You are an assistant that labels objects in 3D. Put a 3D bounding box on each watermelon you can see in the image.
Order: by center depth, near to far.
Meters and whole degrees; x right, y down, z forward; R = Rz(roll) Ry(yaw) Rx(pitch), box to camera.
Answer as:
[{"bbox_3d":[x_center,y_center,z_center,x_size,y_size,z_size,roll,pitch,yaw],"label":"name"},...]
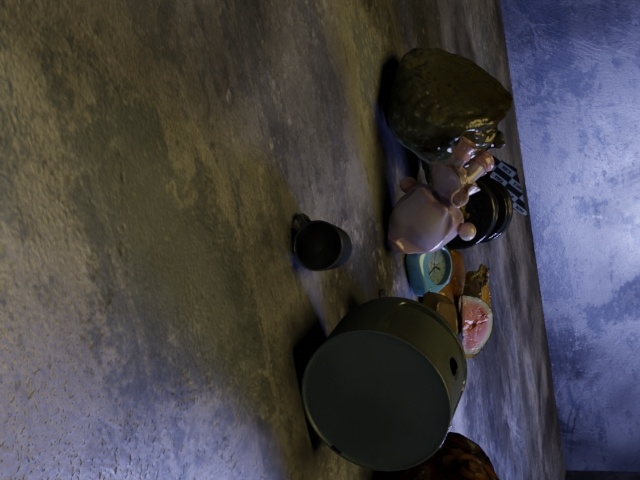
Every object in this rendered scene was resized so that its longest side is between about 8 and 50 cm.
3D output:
[{"bbox_3d":[0.373,0.196,1.967,0.069,0.087,0.163,-139,-136,-65],"label":"watermelon"}]

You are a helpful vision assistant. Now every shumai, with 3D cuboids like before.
[{"bbox_3d":[0.258,-0.240,1.794,0.330,0.292,0.288,-50,170,-48],"label":"shumai"}]

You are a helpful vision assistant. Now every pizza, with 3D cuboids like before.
[{"bbox_3d":[0.408,0.187,2.156,0.323,0.090,0.223,-39,127,-66],"label":"pizza"}]

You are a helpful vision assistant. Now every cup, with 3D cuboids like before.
[{"bbox_3d":[0.000,0.000,1.234,0.100,0.078,0.077,56,13,12],"label":"cup"}]

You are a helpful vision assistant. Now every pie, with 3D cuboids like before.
[{"bbox_3d":[0.308,0.140,1.949,0.273,0.069,0.273,0,90,-65],"label":"pie"}]

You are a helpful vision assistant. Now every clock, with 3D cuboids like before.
[{"bbox_3d":[0.258,0.056,1.807,0.147,0.045,0.108,-29,111,-40],"label":"clock"}]

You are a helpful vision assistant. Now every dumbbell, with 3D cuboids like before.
[{"bbox_3d":[0.372,-0.076,2.000,0.388,0.185,0.185,-6,91,-68],"label":"dumbbell"}]

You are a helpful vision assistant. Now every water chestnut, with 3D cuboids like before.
[{"bbox_3d":[0.226,0.501,1.459,0.289,0.244,0.289,-25,90,-90],"label":"water chestnut"}]

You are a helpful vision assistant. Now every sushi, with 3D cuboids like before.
[{"bbox_3d":[0.438,-0.168,2.196,0.050,0.264,0.290,-50,148,-7],"label":"sushi"}]

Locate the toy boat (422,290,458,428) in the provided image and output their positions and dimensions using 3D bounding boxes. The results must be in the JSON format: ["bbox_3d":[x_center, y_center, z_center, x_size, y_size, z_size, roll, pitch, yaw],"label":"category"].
[{"bbox_3d":[0.230,0.257,1.660,0.121,0.089,0.321,132,-31,-58],"label":"toy boat"}]

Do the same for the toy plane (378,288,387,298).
[{"bbox_3d":[0.158,0.192,1.521,0.316,0.103,0.204,5,80,-67],"label":"toy plane"}]

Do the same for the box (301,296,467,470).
[{"bbox_3d":[0.101,0.212,1.216,0.149,0.226,0.226,-42,124,-63],"label":"box"}]

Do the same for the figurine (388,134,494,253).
[{"bbox_3d":[0.246,-0.084,1.652,0.276,0.200,0.133,-54,159,11],"label":"figurine"}]
